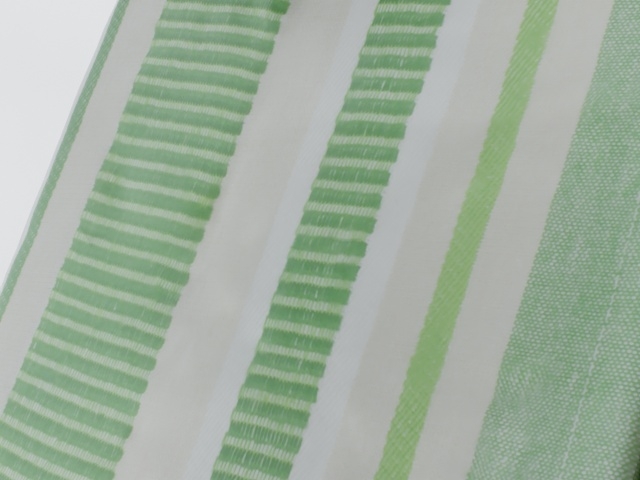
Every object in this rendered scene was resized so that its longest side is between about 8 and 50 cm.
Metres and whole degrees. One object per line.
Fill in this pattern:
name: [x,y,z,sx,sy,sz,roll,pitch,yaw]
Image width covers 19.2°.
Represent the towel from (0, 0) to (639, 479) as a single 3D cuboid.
towel: [0.000,0.000,0.603,0.038,0.325,0.248,33,-112,-35]
